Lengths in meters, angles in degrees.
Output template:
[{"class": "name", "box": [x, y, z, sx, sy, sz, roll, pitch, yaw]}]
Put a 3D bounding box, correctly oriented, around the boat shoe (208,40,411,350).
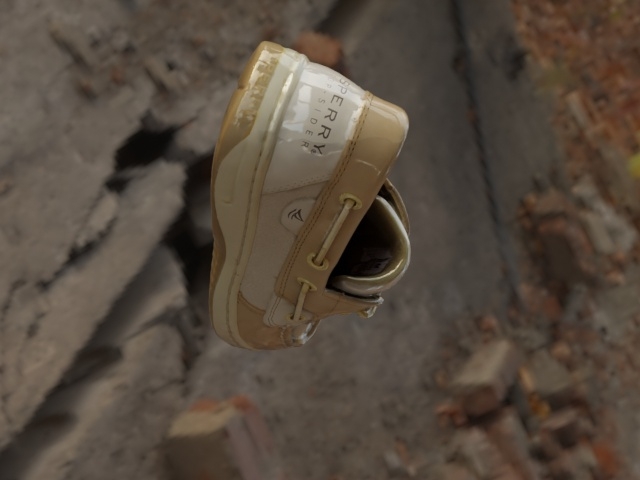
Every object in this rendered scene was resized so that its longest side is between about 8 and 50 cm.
[{"class": "boat shoe", "box": [0.000, 0.000, 0.549, 0.170, 0.059, 0.063, 90, 20, -68]}]
